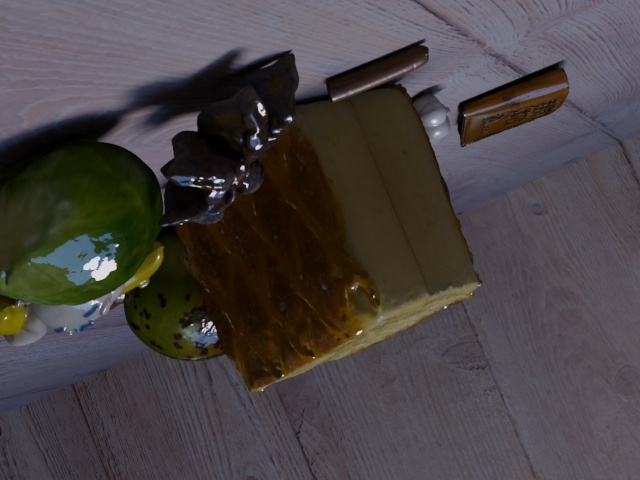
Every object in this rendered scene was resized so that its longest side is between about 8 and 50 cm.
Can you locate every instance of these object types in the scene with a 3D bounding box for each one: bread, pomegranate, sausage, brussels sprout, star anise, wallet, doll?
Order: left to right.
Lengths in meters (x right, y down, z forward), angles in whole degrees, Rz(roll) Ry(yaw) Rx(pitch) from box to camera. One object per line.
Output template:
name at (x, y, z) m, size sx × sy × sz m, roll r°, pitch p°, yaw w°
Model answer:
brussels sprout at (-0.233, -0.013, 1.434) m, size 0.180 × 0.144 × 0.161 m, roll -22°, pitch 177°, yaw 17°
doll at (-0.313, 0.062, 1.947) m, size 0.252 × 0.111 × 0.237 m, roll -24°, pitch 173°, yaw 33°
pomegranate at (-0.168, 0.049, 2.161) m, size 0.198 × 0.198 × 0.246 m, roll -13°, pitch 128°, yaw -58°
star anise at (-0.080, -0.093, 1.459) m, size 0.197 × 0.073 × 0.212 m, roll -55°, pitch 174°, yaw 6°
bread at (0.000, 0.000, 1.799) m, size 0.207 × 0.279 × 0.279 m, roll -14°, pitch 171°, yaw -44°
sausage at (0.061, -0.177, 1.635) m, size 0.116 × 0.026 × 0.026 m, roll -23°, pitch 174°, yaw -2°
doll at (0.089, -0.133, 1.941) m, size 0.162 × 0.062 × 0.106 m, roll -21°, pitch 178°, yaw -11°
wallet at (0.272, -0.188, 2.207) m, size 0.160 × 0.042 × 0.195 m, roll -22°, pitch 174°, yaw 0°

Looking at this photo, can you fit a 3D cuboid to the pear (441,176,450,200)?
pear at (0.079, -0.041, 2.125) m, size 0.197 × 0.197 × 0.197 m, roll -22°, pitch 174°, yaw -3°

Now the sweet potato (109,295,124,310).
sweet potato at (-0.338, 0.084, 2.333) m, size 0.194 × 0.056 × 0.056 m, roll -16°, pitch 172°, yaw -19°
